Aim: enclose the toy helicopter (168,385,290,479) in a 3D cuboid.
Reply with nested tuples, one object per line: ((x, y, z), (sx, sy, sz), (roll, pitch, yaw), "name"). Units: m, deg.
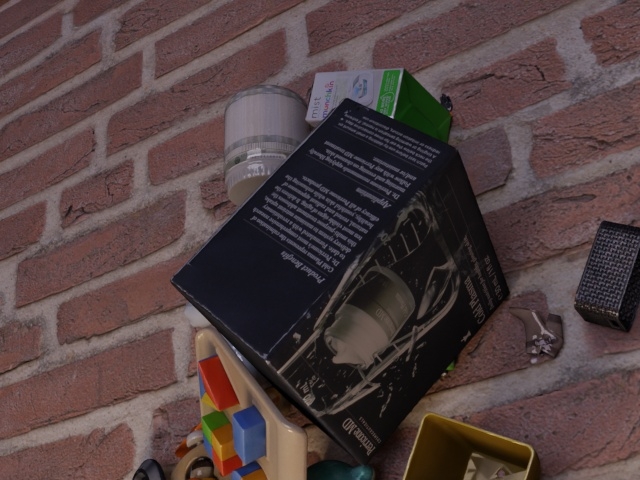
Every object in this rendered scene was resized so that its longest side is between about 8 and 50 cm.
((-0.212, 0.469, 1.781), (0.355, 0.140, 0.235), (-47, 43, -7), "toy helicopter")

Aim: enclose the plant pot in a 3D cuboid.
((0.285, 0.454, 1.410), (0.212, 0.187, 0.212), (12, 77, 35), "plant pot")

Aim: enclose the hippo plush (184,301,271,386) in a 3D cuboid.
((-0.163, 0.226, 1.806), (0.294, 0.234, 0.236), (-16, 87, 62), "hippo plush")

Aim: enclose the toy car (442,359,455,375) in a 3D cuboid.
((0.172, 0.264, 1.650), (0.225, 0.053, 0.239), (-18, 61, 25), "toy car")

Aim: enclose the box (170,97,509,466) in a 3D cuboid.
((0.064, 0.086, 1.469), (0.472, 0.480, 0.297), (-47, 49, -11), "box")

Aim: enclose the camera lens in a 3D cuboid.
((-0.133, -0.235, 1.963), (0.219, 0.219, 0.274), (-16, 61, 26), "camera lens")

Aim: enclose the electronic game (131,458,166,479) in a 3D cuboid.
((-0.398, 0.624, 1.803), (0.229, 0.048, 0.229), (-21, 65, 56), "electronic game")

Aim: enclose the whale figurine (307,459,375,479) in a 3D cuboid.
((0.039, 0.536, 1.528), (0.272, 0.141, 0.216), (16, 78, 55), "whale figurine")

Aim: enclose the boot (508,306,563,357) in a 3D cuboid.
((0.420, 0.182, 1.539), (0.119, 0.042, 0.086), (8, 76, 35), "boot")

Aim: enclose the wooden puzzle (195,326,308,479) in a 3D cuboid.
((-0.157, 0.384, 1.522), (0.081, 0.322, 0.348), (-21, 40, -31), "wooden puzzle")

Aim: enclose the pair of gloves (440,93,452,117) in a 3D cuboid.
((0.276, -0.312, 1.871), (0.083, 0.010, 0.074), (-21, 59, 23), "pair of gloves")

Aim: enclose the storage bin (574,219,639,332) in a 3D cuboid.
((0.551, 0.067, 1.456), (0.084, 0.122, 0.180), (16, 78, 36), "storage bin")

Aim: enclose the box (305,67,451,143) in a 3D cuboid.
((0.136, -0.277, 1.781), (0.231, 0.262, 0.126), (5, 78, 35), "box")
